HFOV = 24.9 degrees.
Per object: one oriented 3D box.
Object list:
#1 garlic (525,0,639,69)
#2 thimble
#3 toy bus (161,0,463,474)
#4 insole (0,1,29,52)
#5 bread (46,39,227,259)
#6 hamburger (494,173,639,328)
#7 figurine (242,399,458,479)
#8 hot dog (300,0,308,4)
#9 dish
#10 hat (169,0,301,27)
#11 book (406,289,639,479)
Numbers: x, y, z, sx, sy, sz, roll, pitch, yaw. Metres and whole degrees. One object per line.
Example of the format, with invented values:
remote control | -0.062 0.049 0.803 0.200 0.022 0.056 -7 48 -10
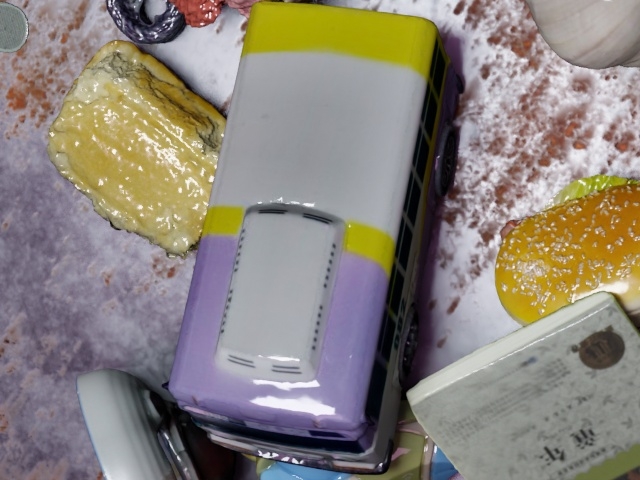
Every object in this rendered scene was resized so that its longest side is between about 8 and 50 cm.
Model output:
garlic | 0.318 -0.320 1.391 0.317 0.259 0.318 -2 96 -22
thimble | -0.188 -0.275 1.623 0.095 0.066 0.104 -29 92 18
toy bus | 0.000 0.000 1.458 0.209 0.249 0.440 9 78 14
insole | -0.453 -0.272 1.724 0.232 0.003 0.080 17 102 12
bread | -0.191 -0.099 1.615 0.245 0.121 0.174 39 108 6
hamburger | 0.282 0.018 1.492 0.210 0.173 0.116 -16 131 17
figurine | 0.033 0.200 1.601 0.262 0.154 0.180 -7 87 -1
hot dog | -0.033 -0.278 1.595 0.049 0.037 0.122 43 107 3
dish | -0.159 0.250 1.601 0.133 0.273 0.273 -24 91 -4
hat | -0.039 -0.310 1.517 0.286 0.237 0.107 -29 115 22
book | 0.278 0.226 1.502 0.239 0.035 0.352 -30 116 17
